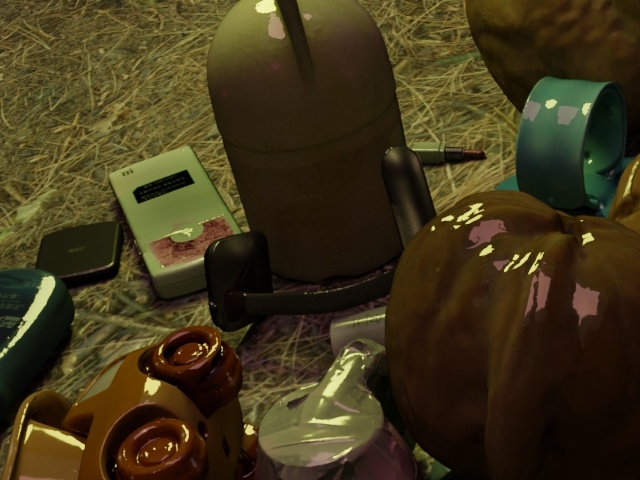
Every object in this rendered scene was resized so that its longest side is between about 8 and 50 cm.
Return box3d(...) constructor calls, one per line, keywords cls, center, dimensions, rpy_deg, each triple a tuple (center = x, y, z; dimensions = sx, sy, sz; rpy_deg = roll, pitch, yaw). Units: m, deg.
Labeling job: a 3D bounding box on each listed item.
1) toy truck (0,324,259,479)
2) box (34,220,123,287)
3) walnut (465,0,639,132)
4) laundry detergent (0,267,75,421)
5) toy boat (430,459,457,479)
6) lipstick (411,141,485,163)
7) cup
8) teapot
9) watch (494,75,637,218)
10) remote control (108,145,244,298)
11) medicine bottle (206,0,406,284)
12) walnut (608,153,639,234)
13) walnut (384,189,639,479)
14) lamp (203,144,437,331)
box3d(cls="toy truck", center=(-0.172, 0.232, 1.150), dimensions=(0.212, 0.204, 0.288), rpy_deg=(-8, 35, 14))
box3d(cls="box", center=(-0.348, 0.024, 1.702), dimensions=(0.126, 0.027, 0.125), rpy_deg=(-11, 35, 3))
box3d(cls="walnut", center=(0.389, -0.330, 1.645), dimensions=(0.381, 0.381, 0.381), rpy_deg=(-10, 33, 7))
box3d(cls="laundry detergent", center=(-0.420, 0.152, 1.469), dimensions=(0.143, 0.094, 0.290), rpy_deg=(0, 35, 15))
box3d(cls="toy boat", center=(0.156, 0.208, 1.214), dimensions=(0.122, 0.034, 0.096), rpy_deg=(-23, 28, -10))
box3d(cls="lipstick", center=(0.186, -0.127, 1.717), dimensions=(0.107, 0.025, 0.025), rpy_deg=(2, 37, 15))
box3d(cls="cup", center=(0.074, 0.121, 1.349), dimensions=(0.116, 0.074, 0.104), rpy_deg=(-11, 46, 12))
box3d(cls="teapot", center=(0.037, 0.211, 1.122), dimensions=(0.221, 0.178, 0.163), rpy_deg=(-32, 37, -26))
box3d(cls="watch", center=(0.321, -0.114, 1.487), dimensions=(0.211, 0.193, 0.211), rpy_deg=(-10, 35, 7))
box3d(cls="remote control", center=(-0.207, -0.033, 1.706), dimensions=(0.145, 0.050, 0.344), rpy_deg=(-21, 34, -9))
box3d(cls="medicine bottle", center=(-0.018, -0.174, 1.515), dimensions=(0.236, 0.406, 0.235), rpy_deg=(-10, 32, 6))
box3d(cls="walnut", center=(0.451, 0.004, 1.198), dimensions=(0.313, 0.252, 0.277), rpy_deg=(15, 34, -7))
box3d(cls="walnut", center=(0.202, 0.104, 1.074), dimensions=(0.296, 0.285, 0.285), rpy_deg=(12, 38, 10))
box3d(cls="lamp", center=(0.000, 0.001, 1.412), dimensions=(0.283, 0.203, 0.124), rpy_deg=(-6, 8, 19))
